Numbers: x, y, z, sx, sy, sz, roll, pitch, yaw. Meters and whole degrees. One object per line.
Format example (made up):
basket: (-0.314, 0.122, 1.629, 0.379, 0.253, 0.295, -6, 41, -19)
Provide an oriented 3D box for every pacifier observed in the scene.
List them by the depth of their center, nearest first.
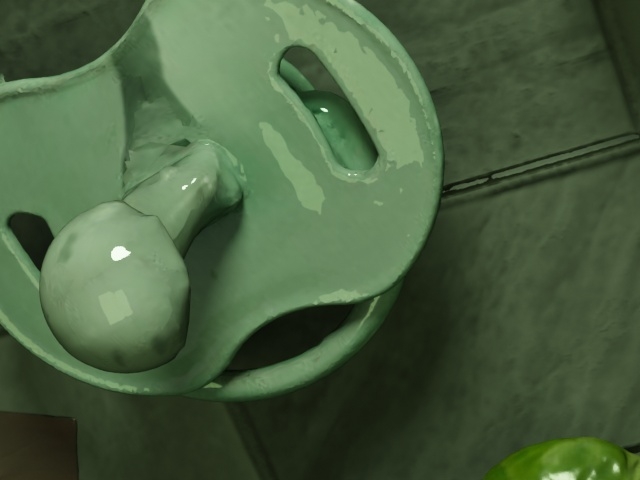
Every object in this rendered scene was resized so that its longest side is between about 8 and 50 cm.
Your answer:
pacifier: (-0.087, 0.003, 0.991, 0.343, 0.269, 0.288, -30, 106, 25)

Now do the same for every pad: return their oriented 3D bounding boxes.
pad: (-0.241, 0.215, 1.267, 0.113, 0.006, 0.187, 6, 116, 9)

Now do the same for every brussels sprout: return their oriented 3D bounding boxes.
brussels sprout: (0.187, 0.222, 1.117, 0.181, 0.144, 0.161, 17, 83, 15)
